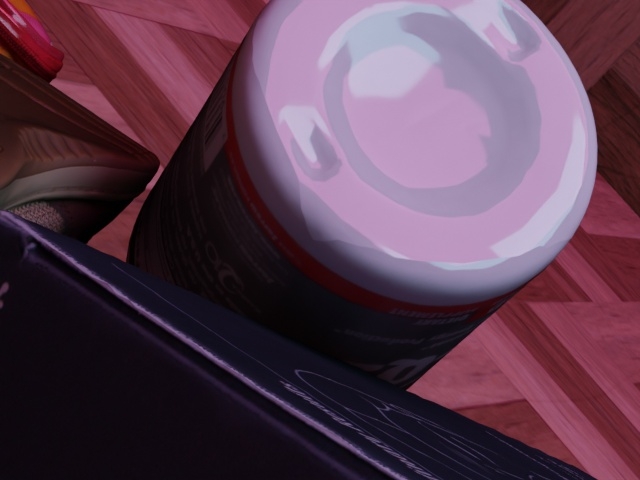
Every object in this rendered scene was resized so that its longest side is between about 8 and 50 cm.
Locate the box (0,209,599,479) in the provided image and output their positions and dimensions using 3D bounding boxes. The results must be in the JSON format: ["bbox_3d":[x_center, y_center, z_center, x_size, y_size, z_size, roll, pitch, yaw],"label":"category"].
[{"bbox_3d":[0.044,0.188,0.733,0.395,0.212,0.293,28,1,-43],"label":"box"}]

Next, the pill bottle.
[{"bbox_3d":[0.000,0.000,0.920,0.161,0.283,0.161,8,65,-17],"label":"pill bottle"}]

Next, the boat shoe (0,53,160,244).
[{"bbox_3d":[-0.167,-0.010,0.829,0.123,0.123,0.342,33,11,2],"label":"boat shoe"}]

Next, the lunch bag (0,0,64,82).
[{"bbox_3d":[-0.279,-0.153,1.061,0.293,0.120,0.258,42,-5,-10],"label":"lunch bag"}]
